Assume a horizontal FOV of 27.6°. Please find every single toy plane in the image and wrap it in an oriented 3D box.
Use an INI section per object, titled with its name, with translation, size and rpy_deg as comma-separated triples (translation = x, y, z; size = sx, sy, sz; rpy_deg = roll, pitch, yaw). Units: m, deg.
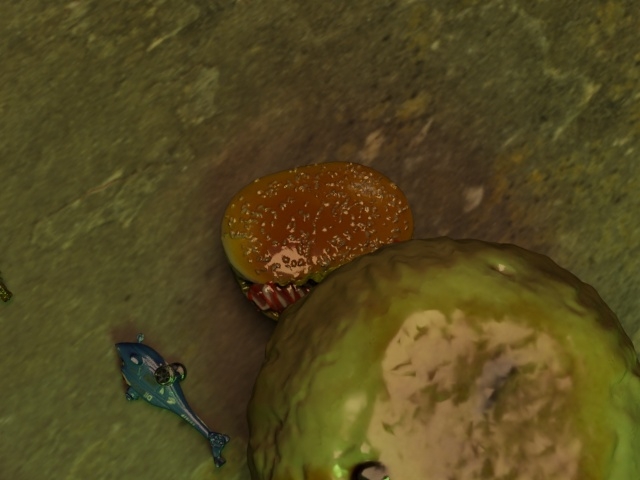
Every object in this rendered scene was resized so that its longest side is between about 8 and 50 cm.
[toy plane]
translation = -0.154, 0.165, 1.342
size = 0.167, 0.054, 0.062
rpy_deg = 43, 95, 8

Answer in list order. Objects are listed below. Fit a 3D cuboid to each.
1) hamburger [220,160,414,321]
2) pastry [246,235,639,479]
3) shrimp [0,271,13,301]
[hamburger]
translation = 0.000, 0.000, 1.386
size = 0.210, 0.116, 0.173
rpy_deg = -16, 71, -14
[pastry]
translation = 0.115, 0.184, 1.235
size = 0.389, 0.312, 0.388
rpy_deg = 1, 81, -4
[shrimp]
translation = -0.379, -0.011, 1.369
size = 0.091, 0.043, 0.184
rpy_deg = -27, 76, -20
